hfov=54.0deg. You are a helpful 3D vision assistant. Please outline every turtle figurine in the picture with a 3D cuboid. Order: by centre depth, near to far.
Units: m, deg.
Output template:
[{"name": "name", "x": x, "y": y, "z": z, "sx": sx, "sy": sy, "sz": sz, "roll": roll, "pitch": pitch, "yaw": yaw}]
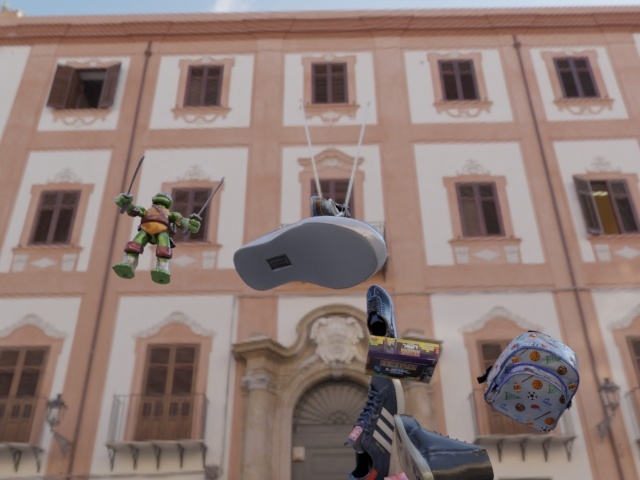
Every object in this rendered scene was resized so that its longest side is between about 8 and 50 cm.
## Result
[{"name": "turtle figurine", "x": -0.409, "y": -0.046, "z": 1.551, "sx": 0.198, "sy": 0.266, "sz": 0.274, "roll": 29, "pitch": -39, "yaw": -34}]

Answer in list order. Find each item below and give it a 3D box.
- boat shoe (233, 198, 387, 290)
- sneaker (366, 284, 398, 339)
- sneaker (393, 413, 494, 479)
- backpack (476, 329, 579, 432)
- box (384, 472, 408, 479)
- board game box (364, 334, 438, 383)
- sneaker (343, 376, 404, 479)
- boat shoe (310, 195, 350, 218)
[{"name": "boat shoe", "x": 0.003, "y": 0.008, "z": 1.144, "sx": 0.367, "sy": 0.156, "sz": 0.136, "roll": -15, "pitch": -73, "yaw": 49}, {"name": "sneaker", "x": 0.181, "y": 0.228, "z": 1.955, "sx": 0.081, "sy": 0.232, "sz": 0.090, "roll": -29, "pitch": -39, "yaw": 19}, {"name": "sneaker", "x": 0.198, "y": 0.355, "z": 1.051, "sx": 0.118, "sy": 0.083, "sz": 0.222, "roll": -9, "pitch": 15, "yaw": -8}, {"name": "backpack", "x": 0.641, "y": 0.418, "z": 1.886, "sx": 0.276, "sy": 0.213, "sz": 0.263, "roll": 22, "pitch": -70, "yaw": 7}, {"name": "box", "x": 0.286, "y": 0.742, "z": 1.639, "sx": 0.154, "sy": 0.142, "sz": 0.300, "roll": -11, "pitch": 14, "yaw": -11}, {"name": "board game box", "x": 0.199, "y": 0.298, "z": 1.561, "sx": 0.170, "sy": 0.048, "sz": 0.141, "roll": 7, "pitch": -34, "yaw": 5}, {"name": "sneaker", "x": 0.144, "y": 0.529, "z": 1.797, "sx": 0.148, "sy": 0.350, "sz": 0.131, "roll": 3, "pitch": -4, "yaw": -26}, {"name": "boat shoe", "x": 0.034, "y": -0.058, "z": 1.414, "sx": 0.066, "sy": 0.066, "sz": 0.183, "roll": -10, "pitch": -20, "yaw": 20}]
